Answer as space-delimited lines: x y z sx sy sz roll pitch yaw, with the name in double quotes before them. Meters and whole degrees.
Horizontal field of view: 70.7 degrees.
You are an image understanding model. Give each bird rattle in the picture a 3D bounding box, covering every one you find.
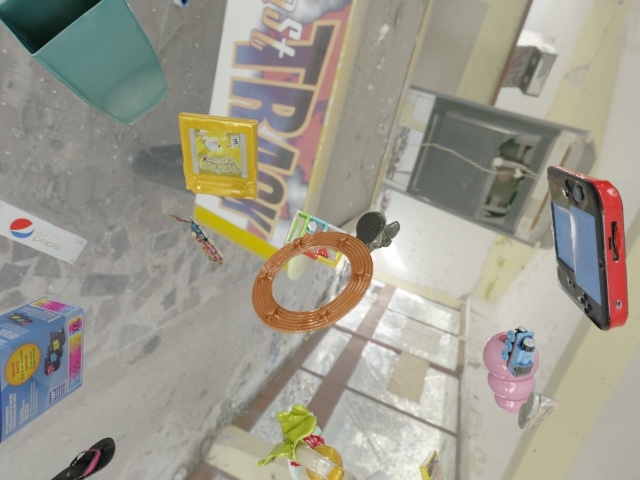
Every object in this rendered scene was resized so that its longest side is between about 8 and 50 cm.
"bird rattle" -0.020 0.477 0.974 0.143 0.207 0.253 -52 146 -26

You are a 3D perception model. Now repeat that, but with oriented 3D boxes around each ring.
"ring" -0.028 0.092 1.173 0.336 0.337 0.032 -60 142 -35

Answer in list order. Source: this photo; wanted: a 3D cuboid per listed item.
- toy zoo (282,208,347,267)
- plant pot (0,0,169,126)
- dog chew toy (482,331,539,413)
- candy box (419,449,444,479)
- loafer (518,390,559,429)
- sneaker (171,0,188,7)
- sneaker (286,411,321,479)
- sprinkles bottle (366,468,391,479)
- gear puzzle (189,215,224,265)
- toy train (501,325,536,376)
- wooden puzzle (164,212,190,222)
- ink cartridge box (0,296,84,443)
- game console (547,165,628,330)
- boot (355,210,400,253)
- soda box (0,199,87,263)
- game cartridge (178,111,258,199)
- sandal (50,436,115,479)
"toy zoo" 0.000 0.000 1.969 0.030 0.294 0.192 -53 -165 54
"plant pot" -0.391 -0.329 0.799 0.165 0.166 0.234 -43 157 -7
"dog chew toy" 0.756 0.535 1.788 0.206 0.207 0.331 -40 125 -64
"candy box" 0.380 0.796 1.535 0.206 0.027 0.105 19 58 -65
"loafer" 0.349 0.280 0.727 0.125 0.039 0.045 75 27 -53
"sneaker" -0.240 -0.513 0.869 0.144 0.059 0.053 -42 171 14
"sneaker" -0.065 0.817 1.805 0.094 0.151 0.255 102 -18 -67
"sprinkles bottle" 0.034 0.696 1.065 0.356 0.121 0.121 -28 152 -14
"gear puzzle" -0.397 0.019 1.547 0.044 0.175 0.339 -38 -178 -15
"toy train" 0.705 0.390 1.592 0.105 0.080 0.184 -114 -159 -55
"wooden puzzle" -0.380 -0.059 1.196 0.006 0.050 0.083 -70 160 2
"ink cartridge box" -0.816 0.348 1.170 0.395 0.151 0.269 -41 141 -71
"game console" 0.685 0.009 1.190 0.342 0.060 0.385 -81 158 -73
"boot" 0.194 -0.035 1.459 0.161 0.083 0.246 -24 157 -27
"soda box" -0.677 -0.022 1.065 0.216 0.074 0.069 37 76 -43
"game cartridge" -0.380 -0.312 1.711 0.052 0.286 0.323 -82 177 -55
"sandal" -0.578 0.547 1.097 0.179 0.067 0.040 -34 142 -52
